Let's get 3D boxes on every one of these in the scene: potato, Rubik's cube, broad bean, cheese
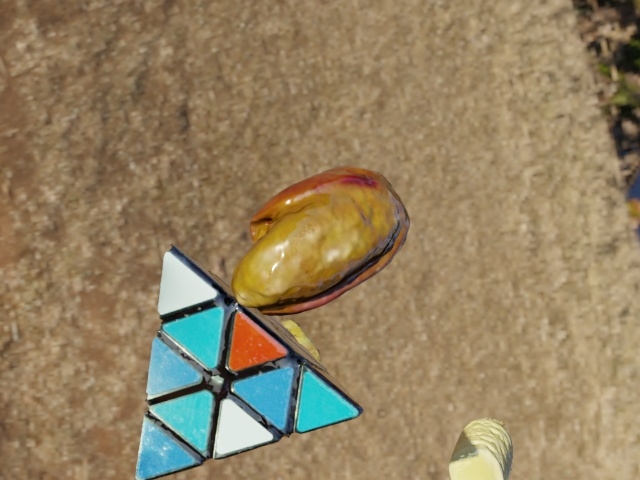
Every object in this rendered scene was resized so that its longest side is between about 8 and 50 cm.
[{"bbox_3d":[-0.058,0.219,2.031,0.081,0.200,0.164,-23,94,-18],"label":"potato"},{"bbox_3d":[-0.053,0.130,1.429,0.234,0.250,0.284,-47,143,-72],"label":"Rubik's cube"},{"bbox_3d":[-0.003,-0.002,1.245,0.228,0.156,0.122,-27,94,-42],"label":"broad bean"},{"bbox_3d":[0.266,0.374,2.027,0.167,0.094,0.123,-42,128,-71],"label":"cheese"}]
